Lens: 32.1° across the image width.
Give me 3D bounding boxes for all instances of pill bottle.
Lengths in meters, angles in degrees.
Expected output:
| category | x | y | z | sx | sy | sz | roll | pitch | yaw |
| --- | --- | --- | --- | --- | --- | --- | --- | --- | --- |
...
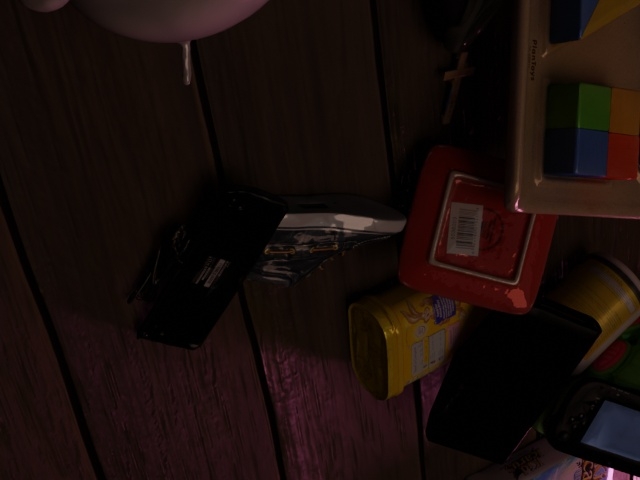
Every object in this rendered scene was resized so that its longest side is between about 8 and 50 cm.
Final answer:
| category | x | y | z | sx | sy | sz | roll | pitch | yaw |
| --- | --- | --- | --- | --- | --- | --- | --- | --- | --- |
| pill bottle | 0.323 | 0.108 | 1.425 | 0.184 | 0.103 | 0.103 | -41 | 133 | -11 |

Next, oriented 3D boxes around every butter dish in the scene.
| category | x | y | z | sx | sy | sz | roll | pitch | yaw |
| --- | --- | --- | --- | --- | --- | --- | --- | --- | --- |
| butter dish | 0.165 | -0.012 | 1.230 | 0.160 | 0.118 | 0.160 | 14 | 89 | -9 |

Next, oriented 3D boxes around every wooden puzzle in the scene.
| category | x | y | z | sx | sy | sz | roll | pitch | yaw |
| --- | --- | --- | --- | --- | --- | --- | --- | --- | --- |
| wooden puzzle | 0.339 | -0.185 | 1.201 | 0.348 | 0.080 | 0.322 | 2 | 91 | -37 |

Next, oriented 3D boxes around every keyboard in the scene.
| category | x | y | z | sx | sy | sz | roll | pitch | yaw |
| --- | --- | --- | --- | --- | --- | --- | --- | --- | --- |
| keyboard | -0.118 | 0.019 | 1.079 | 0.100 | 0.038 | 0.192 | 19 | 114 | -36 |

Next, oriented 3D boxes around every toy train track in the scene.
| category | x | y | z | sx | sy | sz | roll | pitch | yaw |
| --- | --- | --- | --- | --- | --- | --- | --- | --- | --- |
| toy train track | 0.140 | -0.165 | 1.189 | 0.048 | 0.014 | 0.083 | -16 | 130 | -38 |

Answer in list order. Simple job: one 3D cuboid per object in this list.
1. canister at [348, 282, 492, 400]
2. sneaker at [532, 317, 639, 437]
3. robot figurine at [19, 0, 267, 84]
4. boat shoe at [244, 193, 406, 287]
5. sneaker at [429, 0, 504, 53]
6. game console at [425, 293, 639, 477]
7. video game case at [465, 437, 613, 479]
| category | x | y | z | sx | sy | sz | roll | pitch | yaw |
| --- | --- | --- | --- | --- | --- | --- | --- | --- | --- |
| canister | 0.122 | 0.095 | 1.285 | 0.170 | 0.073 | 0.126 | -24 | 128 | -27 |
| sneaker | 0.493 | 0.180 | 1.545 | 0.483 | 0.185 | 0.202 | -22 | 123 | -25 |
| robot figurine | -0.128 | -0.288 | 0.780 | 0.300 | 0.200 | 0.353 | -49 | 137 | -29 |
| boat shoe | 0.000 | 0.000 | 1.146 | 0.183 | 0.065 | 0.083 | 1 | 115 | -30 |
| sneaker | 0.118 | -0.276 | 1.068 | 0.087 | 0.130 | 0.227 | -47 | 162 | -12 |
| game console | 0.311 | 0.195 | 1.333 | 0.361 | 0.044 | 0.213 | 20 | 115 | -23 |
| video game case | 0.321 | 0.411 | 1.630 | 0.244 | 0.061 | 0.269 | -23 | 127 | -27 |
